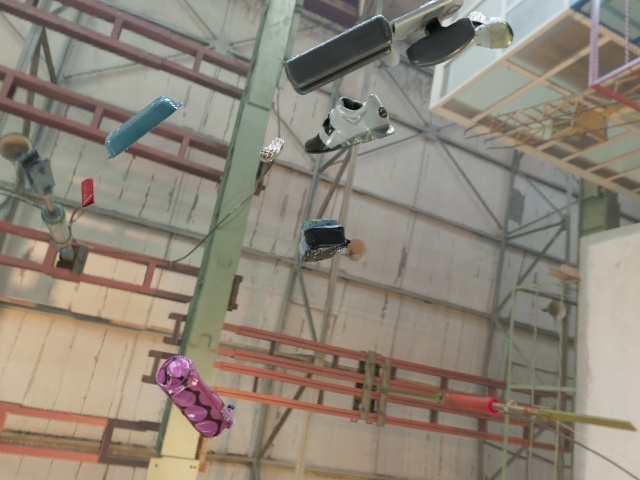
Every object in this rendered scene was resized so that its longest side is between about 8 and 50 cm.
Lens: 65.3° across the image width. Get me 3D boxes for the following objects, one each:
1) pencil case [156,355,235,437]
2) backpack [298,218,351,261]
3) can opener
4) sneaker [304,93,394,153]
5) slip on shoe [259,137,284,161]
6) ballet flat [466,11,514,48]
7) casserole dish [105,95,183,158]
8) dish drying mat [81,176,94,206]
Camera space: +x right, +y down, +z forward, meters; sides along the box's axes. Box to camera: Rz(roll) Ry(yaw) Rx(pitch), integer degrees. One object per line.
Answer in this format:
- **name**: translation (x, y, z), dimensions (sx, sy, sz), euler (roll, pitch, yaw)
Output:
- **pencil case**: translation (-0.278, 0.354, 1.129), dimensions (0.095, 0.098, 0.209), euler (-53, -50, -34)
- **backpack**: translation (0.000, 0.000, 1.158), dimensions (0.105, 0.114, 0.084), euler (-5, -111, -19)
- **can opener**: translation (0.091, -0.280, 0.752), dimensions (0.283, 0.076, 0.095), euler (-24, -92, 6)
- **sneaker**: translation (0.068, -0.353, 1.512), dimensions (0.122, 0.331, 0.146), euler (-33, -72, -44)
- **slip on shoe**: translation (-0.144, -0.260, 1.488), dimensions (0.051, 0.041, 0.135), euler (16, -142, 4)
- **ballet flat**: translation (0.287, -0.366, 0.886), dimensions (0.052, 0.168, 0.057), euler (-25, -62, 10)
- **casserole dish**: translation (-0.361, -0.233, 1.001), dimensions (0.188, 0.114, 0.037), euler (-38, -64, 0)
- **dish drying mat**: translation (-0.546, -0.114, 1.170), dimensions (0.032, 0.008, 0.083), euler (-24, -125, 4)
